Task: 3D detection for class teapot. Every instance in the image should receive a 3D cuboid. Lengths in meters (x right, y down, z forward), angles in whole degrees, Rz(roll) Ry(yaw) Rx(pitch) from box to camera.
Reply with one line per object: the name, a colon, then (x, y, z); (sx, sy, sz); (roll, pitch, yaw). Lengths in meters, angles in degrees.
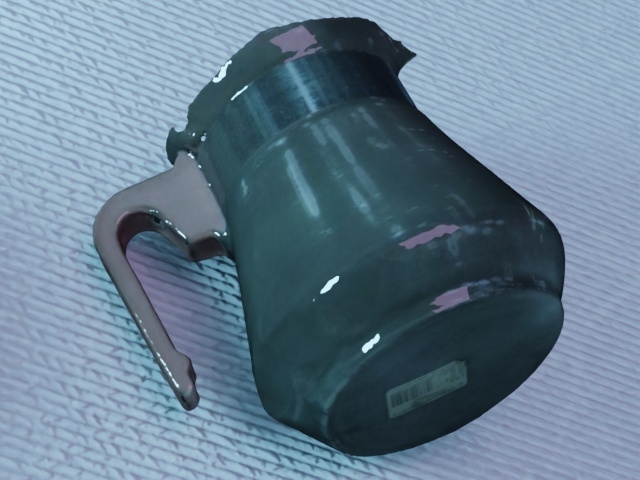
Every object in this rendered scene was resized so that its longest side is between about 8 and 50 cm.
teapot: (0.000, 0.000, 1.716); (0.376, 0.305, 0.362); (-25, 59, -8)
